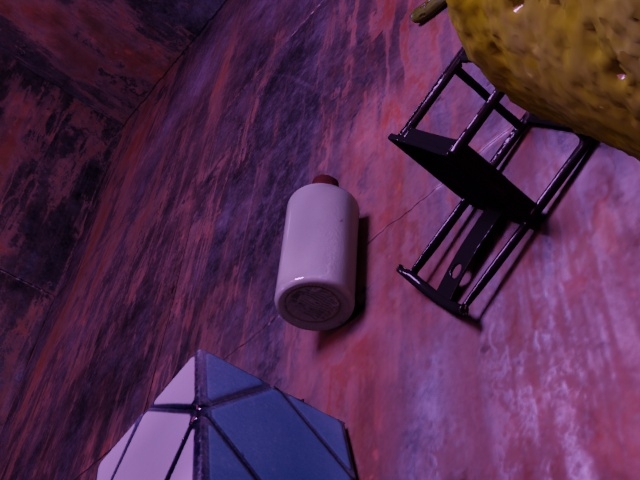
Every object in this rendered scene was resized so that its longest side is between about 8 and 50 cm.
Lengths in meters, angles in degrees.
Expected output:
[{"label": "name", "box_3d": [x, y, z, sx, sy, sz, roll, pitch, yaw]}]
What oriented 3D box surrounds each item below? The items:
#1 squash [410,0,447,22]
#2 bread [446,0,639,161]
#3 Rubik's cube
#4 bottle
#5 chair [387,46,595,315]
[{"label": "squash", "box_3d": [0.179, -0.382, 1.322, 0.083, 0.027, 0.027, -32, 34, 47]}, {"label": "bread", "box_3d": [0.280, -0.210, 0.537, 0.348, 0.348, 0.308, -53, 31, 10]}, {"label": "Rubik's cube", "box_3d": [-0.097, 0.274, 0.817, 0.207, 0.205, 0.205, -51, 24, 18]}, {"label": "bottle", "box_3d": [0.000, 0.000, 1.098, 0.104, 0.104, 0.245, -40, 28, 35]}, {"label": "chair", "box_3d": [0.155, -0.070, 0.849, 0.260, 0.141, 0.154, -54, 23, 0]}]
